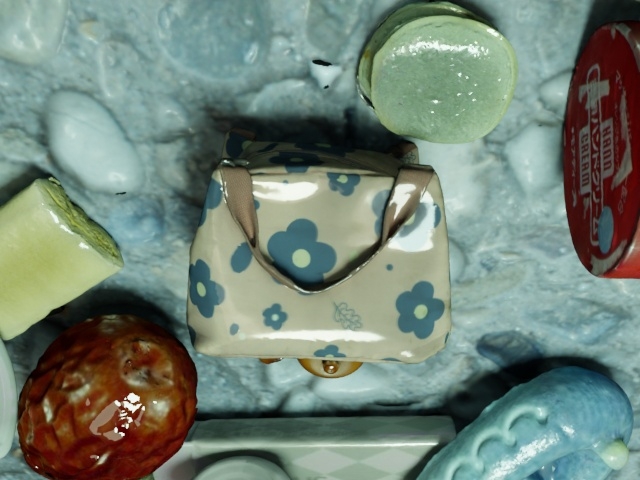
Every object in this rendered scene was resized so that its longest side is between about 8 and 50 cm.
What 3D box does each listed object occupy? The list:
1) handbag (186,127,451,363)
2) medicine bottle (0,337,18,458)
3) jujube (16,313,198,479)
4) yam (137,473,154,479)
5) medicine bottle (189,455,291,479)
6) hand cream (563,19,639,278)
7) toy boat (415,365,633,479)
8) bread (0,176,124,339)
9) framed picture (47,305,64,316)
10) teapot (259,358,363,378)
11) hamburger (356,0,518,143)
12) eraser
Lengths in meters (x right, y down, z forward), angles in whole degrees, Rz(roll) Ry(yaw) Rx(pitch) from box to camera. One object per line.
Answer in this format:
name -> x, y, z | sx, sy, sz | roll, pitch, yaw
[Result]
handbag -> 0.000, 0.000, 0.791 | 0.251, 0.190, 0.193 | 2, 112, -5
medicine bottle -> -0.484, 0.179, 0.933 | 0.296, 0.111, 0.161 | -4, 90, 32
jujube -> -0.255, 0.197, 0.956 | 0.197, 0.197, 0.290 | 31, 139, -20
yam -> -0.257, 0.396, 1.178 | 0.093, 0.093, 0.259 | -4, 128, 6
medicine bottle -> -0.076, 0.416, 1.037 | 0.157, 0.157, 0.289 | -8, 129, 8
hand cream -> 0.307, -0.075, 0.696 | 0.149, 0.230, 0.230 | -1, 128, 2
toy boat -> 0.251, 0.299, 0.998 | 0.330, 0.123, 0.215 | -43, 130, 9
bread -> -0.324, 0.022, 0.891 | 0.178, 0.060, 0.139 | -30, 123, 14
framed picture -> -0.498, 0.036, 0.950 | 0.323, 0.013, 0.244 | -15, 127, 13
teapot -> 0.007, 0.108, 0.926 | 0.173, 0.116, 0.116 | -13, 127, 13
hamburger -> 0.107, -0.152, 0.746 | 0.140, 0.062, 0.133 | 6, 132, -5
eraser -> -0.019, 0.311, 1.104 | 0.396, 0.082, 0.213 | -2, 128, 4
